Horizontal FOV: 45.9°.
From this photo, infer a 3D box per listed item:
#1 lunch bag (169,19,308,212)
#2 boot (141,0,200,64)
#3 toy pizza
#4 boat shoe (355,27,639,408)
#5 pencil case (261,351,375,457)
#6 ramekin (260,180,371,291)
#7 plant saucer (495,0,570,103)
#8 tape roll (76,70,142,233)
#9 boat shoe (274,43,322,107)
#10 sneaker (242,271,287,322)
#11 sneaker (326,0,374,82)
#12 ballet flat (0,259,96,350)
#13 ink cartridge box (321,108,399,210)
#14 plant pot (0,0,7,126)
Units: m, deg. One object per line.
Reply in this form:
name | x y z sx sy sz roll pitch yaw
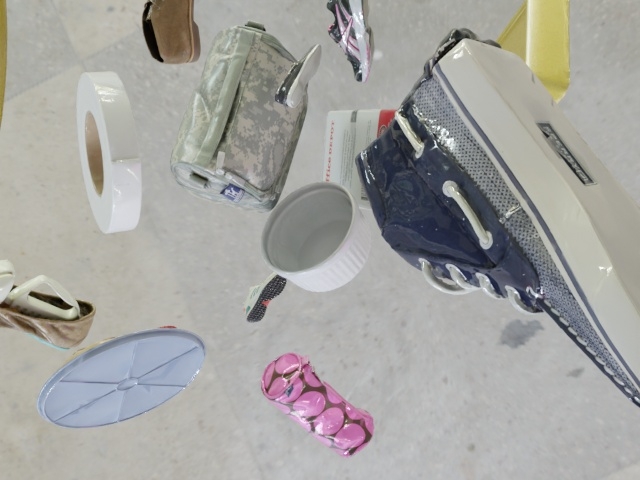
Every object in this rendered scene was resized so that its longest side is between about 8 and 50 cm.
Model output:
lunch bag | -0.152 -0.214 1.383 0.212 0.256 0.305 16 81 7
boot | -0.371 -0.573 1.802 0.112 0.115 0.305 7 111 47
toy pizza | -0.232 0.157 0.892 0.201 0.201 0.032 -32 61 4
boat shoe | 0.155 0.010 0.587 0.158 0.127 0.340 -46 58 36
pencil case | 0.003 0.268 1.228 0.098 0.095 0.209 -39 122 11
ramekin | 0.000 0.000 1.448 0.207 0.109 0.207 -18 51 24
plant saucer | 0.458 -0.394 1.764 0.081 0.333 0.333 14 63 -10
tape roll | -0.514 -0.211 1.824 0.072 0.392 0.392 -9 84 -27
boat shoe | -0.036 -0.280 1.275 0.038 0.046 0.125 19 76 24
sneaker | -0.145 0.123 1.860 0.161 0.057 0.075 -56 42 22
sneaker | 0.054 -0.376 1.385 0.077 0.072 0.178 3 131 15
ballet flat | -0.542 0.104 1.341 0.124 0.342 0.116 -47 47 13
ink cartridge box | 0.117 -0.164 1.546 0.114 0.273 0.197 1 98 -29
plant pot | -0.487 -0.193 0.873 0.212 0.212 0.187 -6 99 42
